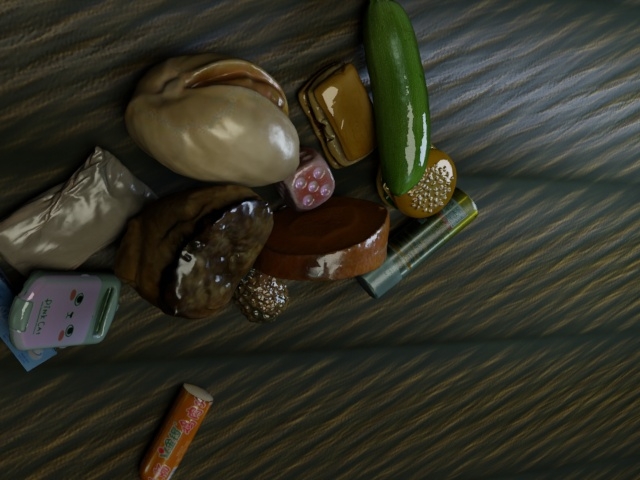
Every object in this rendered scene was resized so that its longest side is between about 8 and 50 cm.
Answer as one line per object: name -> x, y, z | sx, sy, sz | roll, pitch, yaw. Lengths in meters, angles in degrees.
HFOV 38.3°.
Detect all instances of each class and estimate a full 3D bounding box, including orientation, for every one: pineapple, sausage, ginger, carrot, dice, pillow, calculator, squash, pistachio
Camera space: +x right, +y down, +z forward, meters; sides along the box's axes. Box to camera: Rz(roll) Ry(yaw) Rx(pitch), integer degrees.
pineapple -> -0.141, 0.066, 1.759 | 0.108, 0.108, 0.198 | -38, 112, -9
sausage -> -0.295, 0.399, 1.828 | 0.071, 0.071, 0.234 | 24, 98, -34
ginger -> -0.217, 0.002, 1.590 | 0.200, 0.223, 0.269 | 12, 109, -51
carrot -> 0.000, 0.000, 1.681 | 0.258, 0.307, 0.100 | -6, 104, 6
dice -> -0.034, -0.116, 1.733 | 0.094, 0.093, 0.091 | -31, 123, -15
pillow -> -0.419, -0.041, 1.569 | 0.270, 0.067, 0.173 | -39, 130, -8
calculator -> -0.436, 0.118, 1.592 | 0.246, 0.045, 0.141 | 5, 107, -60
squash -> 0.143, -0.281, 1.710 | 0.107, 0.107, 0.395 | -11, 96, -25
pistachio -> -0.175, -0.196, 1.557 | 0.308, 0.230, 0.230 | 14, 104, -39

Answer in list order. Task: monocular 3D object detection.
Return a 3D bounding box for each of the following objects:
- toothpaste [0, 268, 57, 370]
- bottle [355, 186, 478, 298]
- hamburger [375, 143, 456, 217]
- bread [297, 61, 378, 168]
toothpaste -> -0.547, 0.104, 1.572 | 0.066, 0.053, 0.272 | -31, 124, -9
bottle -> 0.198, 0.006, 1.922 | 0.286, 0.082, 0.082 | -39, 124, -9
hamburger -> 0.191, -0.122, 1.841 | 0.162, 0.115, 0.162 | -12, 118, -23
bread -> 0.044, -0.232, 1.743 | 0.116, 0.077, 0.200 | -40, 125, -18
